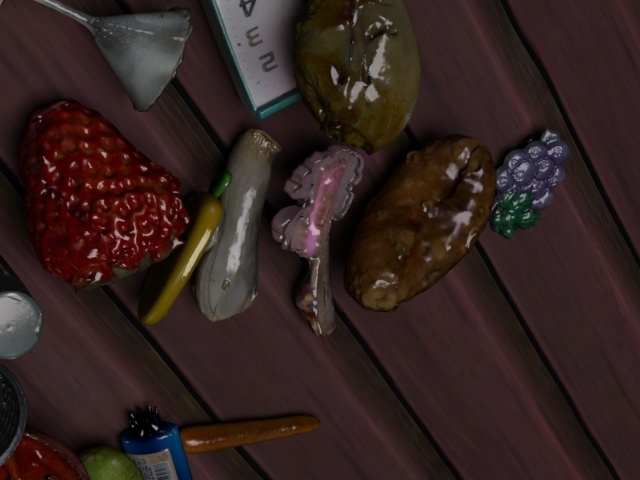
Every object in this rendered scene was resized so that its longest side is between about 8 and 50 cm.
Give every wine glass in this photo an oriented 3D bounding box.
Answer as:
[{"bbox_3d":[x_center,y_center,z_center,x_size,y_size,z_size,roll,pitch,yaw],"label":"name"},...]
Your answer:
[{"bbox_3d":[-0.291,-0.271,1.359,0.232,0.156,0.156,24,93,-27],"label":"wine glass"}]

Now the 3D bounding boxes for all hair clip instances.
[{"bbox_3d":[0.330,-0.095,1.803,0.124,0.052,0.195,17,104,-21],"label":"hair clip"},{"bbox_3d":[-0.006,0.000,1.615,0.173,0.069,0.300,-27,127,-50],"label":"hair clip"}]

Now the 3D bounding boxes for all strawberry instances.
[{"bbox_3d":[-0.292,-0.065,1.405,0.205,0.205,0.244,-27,95,-19],"label":"strawberry"}]

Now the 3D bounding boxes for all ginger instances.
[{"bbox_3d":[0.143,-0.015,1.642,0.165,0.172,0.321,34,71,3],"label":"ginger"}]

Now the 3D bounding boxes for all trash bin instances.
[{"bbox_3d":[-0.474,0.198,1.383,0.175,0.161,0.175,-9,108,-28],"label":"trash bin"}]

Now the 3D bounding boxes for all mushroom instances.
[{"bbox_3d":[-0.115,-0.020,1.547,0.096,0.099,0.278,-5,109,-67],"label":"mushroom"}]

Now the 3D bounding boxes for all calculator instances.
[{"bbox_3d":[-0.185,0.007,1.492,0.032,0.146,0.235,27,90,-20],"label":"calculator"}]

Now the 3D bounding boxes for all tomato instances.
[{"bbox_3d":[-0.403,0.353,1.480,0.227,0.101,0.228,0,97,3],"label":"tomato"}]

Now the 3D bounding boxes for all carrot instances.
[{"bbox_3d":[-0.108,0.290,1.679,0.247,0.043,0.043,-3,106,-29],"label":"carrot"}]

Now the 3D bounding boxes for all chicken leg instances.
[{"bbox_3d":[0.048,-0.317,1.413,0.201,0.152,0.429,-16,110,-39],"label":"chicken leg"}]

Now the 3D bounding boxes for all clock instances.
[{"bbox_3d":[-0.031,-0.327,1.503,0.262,0.116,0.231,-30,122,-16],"label":"clock"}]

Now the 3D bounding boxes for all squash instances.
[{"bbox_3d":[-0.289,0.464,1.588,0.118,0.118,0.371,-16,110,-24],"label":"squash"}]

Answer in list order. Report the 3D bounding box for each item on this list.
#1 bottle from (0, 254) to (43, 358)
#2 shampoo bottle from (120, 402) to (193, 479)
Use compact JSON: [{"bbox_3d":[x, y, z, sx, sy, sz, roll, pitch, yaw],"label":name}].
[{"bbox_3d":[-0.400,0.057,1.308,0.082,0.286,0.082,-8,108,-26],"label":"bottle"},{"bbox_3d":[-0.236,0.325,1.606,0.087,0.050,0.183,-8,113,10],"label":"shampoo bottle"}]
